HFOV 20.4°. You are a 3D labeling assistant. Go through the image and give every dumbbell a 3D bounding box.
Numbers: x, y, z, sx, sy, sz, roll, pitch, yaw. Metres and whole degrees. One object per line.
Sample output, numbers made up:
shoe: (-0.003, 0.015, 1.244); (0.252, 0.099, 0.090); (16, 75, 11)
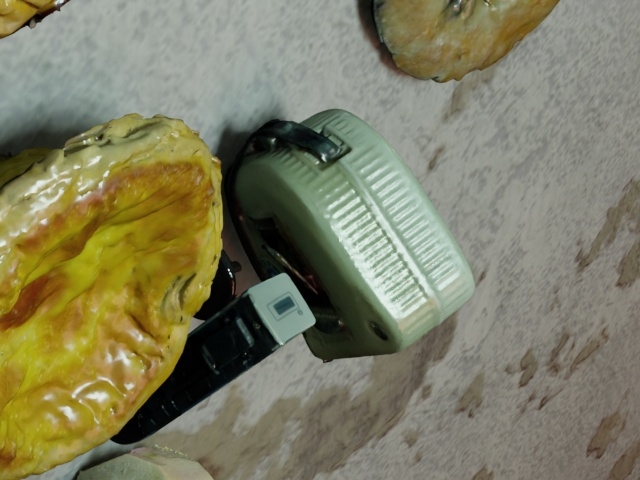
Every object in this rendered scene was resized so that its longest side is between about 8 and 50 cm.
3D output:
dumbbell: (-0.110, 0.035, 1.376); (0.147, 0.069, 0.069); (-18, 134, -50)

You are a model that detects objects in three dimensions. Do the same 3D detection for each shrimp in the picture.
shrimp: (0.158, -0.317, 1.436); (0.272, 0.085, 0.445); (-20, 141, -42)

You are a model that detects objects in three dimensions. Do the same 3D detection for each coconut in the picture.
coconut: (-0.148, 0.228, 1.473); (0.122, 0.116, 0.116); (-1, 120, -62)

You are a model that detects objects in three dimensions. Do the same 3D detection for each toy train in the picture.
toy train: (-0.096, 0.099, 1.388); (0.051, 0.052, 0.234); (-26, 172, -46)

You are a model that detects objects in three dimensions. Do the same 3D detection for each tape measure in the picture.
tape measure: (0.000, 0.000, 1.406); (0.115, 0.207, 0.235); (-39, -173, -19)

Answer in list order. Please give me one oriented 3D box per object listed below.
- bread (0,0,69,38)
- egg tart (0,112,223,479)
bread: (-0.190, -0.194, 0.855); (0.199, 0.199, 0.104); (-59, 151, 4)
egg tart: (-0.188, 0.031, 1.195); (0.295, 0.116, 0.295); (-41, 152, -28)
